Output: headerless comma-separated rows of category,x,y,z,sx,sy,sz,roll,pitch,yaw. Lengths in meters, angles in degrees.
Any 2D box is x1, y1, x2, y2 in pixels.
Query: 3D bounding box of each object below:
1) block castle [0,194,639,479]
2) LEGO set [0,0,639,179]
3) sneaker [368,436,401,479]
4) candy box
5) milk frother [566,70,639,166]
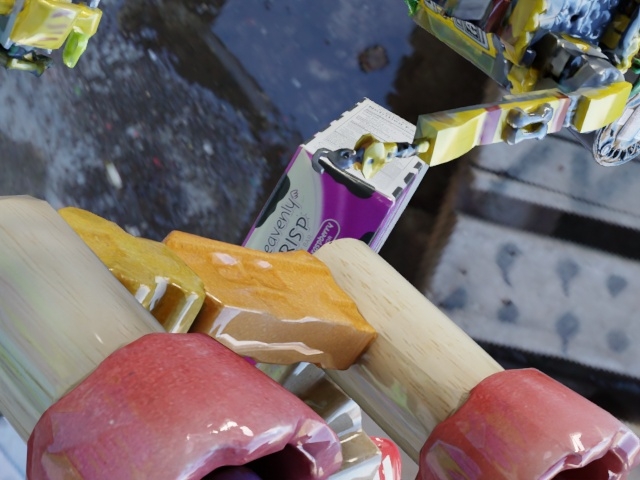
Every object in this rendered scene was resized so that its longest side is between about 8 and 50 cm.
block castle,-0.090,0.217,0.587,0.303,0.213,0.453,11,116,-54
LEGO set,0.055,-0.120,0.373,0.331,0.192,0.255,16,111,-47
sneaker,-0.031,0.138,1.050,0.128,0.221,0.087,-13,156,-46
candy box,0.000,0.000,1.024,0.071,0.233,0.159,32,106,4
milk frother,0.228,-0.135,1.196,0.129,0.135,0.143,-46,147,8
